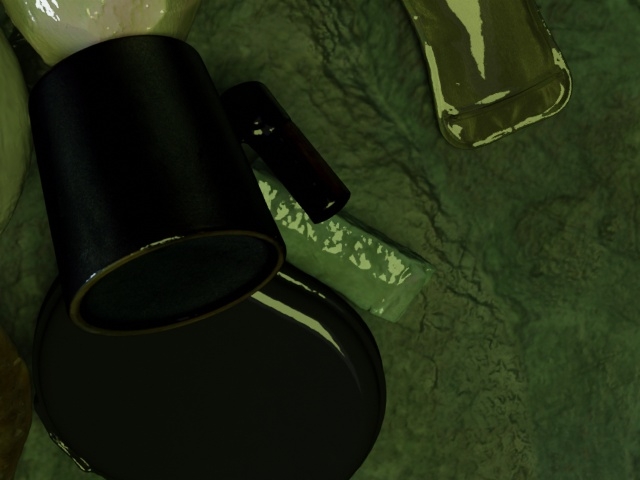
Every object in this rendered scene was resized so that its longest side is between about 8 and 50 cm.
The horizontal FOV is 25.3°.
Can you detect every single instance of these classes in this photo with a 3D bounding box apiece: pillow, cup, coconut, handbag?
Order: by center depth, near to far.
[{"bbox_3d":[-0.109,-0.037,1.099,0.166,0.177,0.239,-34,154,28],"label":"cup"},{"bbox_3d":[-0.173,-0.203,1.106,0.170,0.171,0.183,-23,106,-6],"label":"coconut"},{"bbox_3d":[-0.097,0.117,1.221,0.308,0.093,0.254,28,110,-12],"label":"handbag"},{"bbox_3d":[0.136,-0.192,1.243,0.130,0.033,0.218,-24,109,-3],"label":"pillow"}]

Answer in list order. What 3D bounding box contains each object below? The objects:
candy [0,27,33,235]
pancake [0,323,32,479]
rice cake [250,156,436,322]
[{"bbox_3d":[-0.355,-0.084,1.083,0.295,0.185,0.296,-2,107,-7],"label":"candy"},{"bbox_3d":[-0.357,0.198,1.099,0.356,0.065,0.356,-36,139,-39],"label":"pancake"},{"bbox_3d":[0.001,0.000,1.247,0.206,0.063,0.069,29,104,-17],"label":"rice cake"}]
